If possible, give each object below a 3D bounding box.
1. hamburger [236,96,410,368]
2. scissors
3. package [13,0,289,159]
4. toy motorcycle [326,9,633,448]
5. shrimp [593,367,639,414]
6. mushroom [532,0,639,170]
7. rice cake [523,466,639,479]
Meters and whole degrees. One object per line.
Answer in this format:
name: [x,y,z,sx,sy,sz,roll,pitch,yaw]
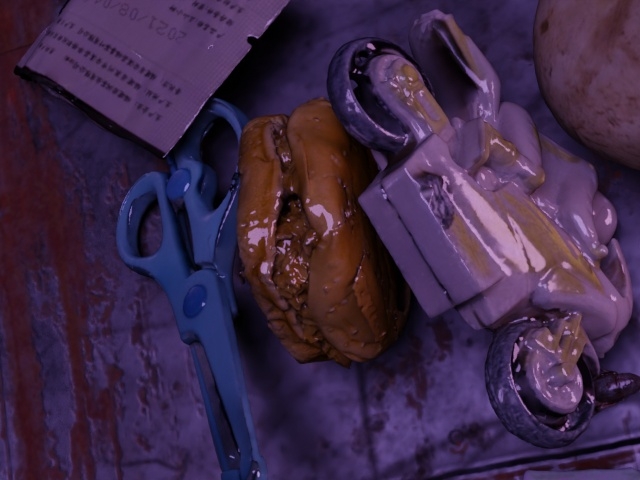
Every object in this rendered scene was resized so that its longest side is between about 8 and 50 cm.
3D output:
hamburger: [0.000,-0.001,1.012,0.108,0.214,0.213,-14,72,14]
scissors: [-0.091,0.044,1.048,0.180,0.032,0.392,-43,44,28]
package: [-0.170,-0.201,1.178,0.251,0.062,0.204,29,82,38]
toy motorcycle: [0.142,-0.022,0.976,0.108,0.223,0.340,-35,83,48]
shrimp: [0.209,0.123,1.010,0.092,0.029,0.038,-31,70,12]
mushroom: [0.267,-0.148,0.989,0.189,0.195,0.253,-39,39,27]
rice cake: [0.261,0.212,0.963,0.226,0.040,0.085,-5,76,16]
